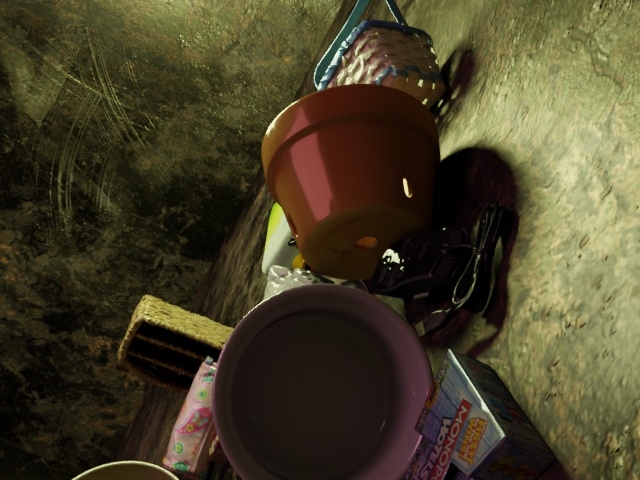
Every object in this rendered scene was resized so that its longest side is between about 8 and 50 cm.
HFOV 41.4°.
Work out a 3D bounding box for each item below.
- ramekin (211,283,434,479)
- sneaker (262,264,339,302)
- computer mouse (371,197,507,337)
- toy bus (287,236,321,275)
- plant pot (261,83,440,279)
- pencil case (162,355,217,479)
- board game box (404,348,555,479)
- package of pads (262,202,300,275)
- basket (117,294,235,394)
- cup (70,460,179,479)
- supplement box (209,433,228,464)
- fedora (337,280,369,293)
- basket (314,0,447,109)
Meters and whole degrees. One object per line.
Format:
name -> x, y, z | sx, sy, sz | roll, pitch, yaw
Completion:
ramekin -> -0.004, 0.201, 1.086 | 0.135, 0.277, 0.277 | 134, 157, -75
sneaker -> -0.035, 0.108, 1.368 | 0.115, 0.090, 0.232 | -68, 18, -8
computer mouse -> 0.156, 0.062, 1.149 | 0.262, 0.060, 0.184 | -27, 35, 51
toy bus -> 0.009, -0.005, 1.543 | 0.191, 0.104, 0.202 | -19, 8, 31
plant pot -> 0.060, -0.073, 1.335 | 0.291, 0.291, 0.203 | -52, 37, 45
pencil case -> -0.280, 0.432, 2.050 | 0.284, 0.124, 0.124 | -67, 13, -9
board game box -> 0.152, 0.227, 0.870 | 0.194, 0.060, 0.194 | -66, 13, -2
package of pads -> -0.045, -0.061, 2.021 | 0.229, 0.101, 0.296 | -57, 16, 33
basket -> -0.385, 0.309, 2.268 | 0.213, 0.299, 0.223 | -65, 13, 6
cup -> -0.450, 0.709, 1.927 | 0.331, 0.331, 0.237 | -88, -1, -57
supplement box -> -0.217, 0.458, 1.926 | 0.083, 0.043, 0.055 | -64, 15, 12
fedora -> -0.029, 0.163, 1.533 | 0.243, 0.124, 0.275 | -70, 14, -14
basket -> 0.097, -0.320, 1.636 | 0.254, 0.201, 0.289 | -55, 49, 37
